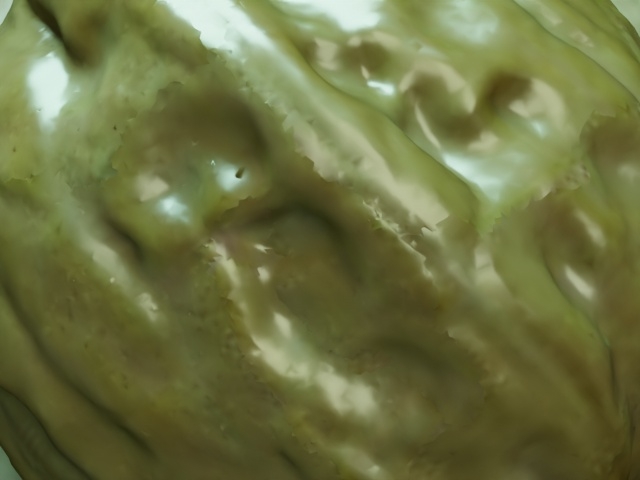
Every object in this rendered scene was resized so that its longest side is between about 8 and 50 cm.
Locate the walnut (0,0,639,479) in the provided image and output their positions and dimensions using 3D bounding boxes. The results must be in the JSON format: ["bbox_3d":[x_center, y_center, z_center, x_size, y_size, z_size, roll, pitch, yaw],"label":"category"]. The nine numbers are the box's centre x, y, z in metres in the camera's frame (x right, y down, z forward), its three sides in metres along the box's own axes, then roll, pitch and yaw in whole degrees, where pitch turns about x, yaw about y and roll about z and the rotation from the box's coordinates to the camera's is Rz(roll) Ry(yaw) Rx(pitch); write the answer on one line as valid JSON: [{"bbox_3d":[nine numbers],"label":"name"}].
[{"bbox_3d":[0.000,0.000,0.448,0.213,0.213,0.213,9,62,-18],"label":"walnut"}]
